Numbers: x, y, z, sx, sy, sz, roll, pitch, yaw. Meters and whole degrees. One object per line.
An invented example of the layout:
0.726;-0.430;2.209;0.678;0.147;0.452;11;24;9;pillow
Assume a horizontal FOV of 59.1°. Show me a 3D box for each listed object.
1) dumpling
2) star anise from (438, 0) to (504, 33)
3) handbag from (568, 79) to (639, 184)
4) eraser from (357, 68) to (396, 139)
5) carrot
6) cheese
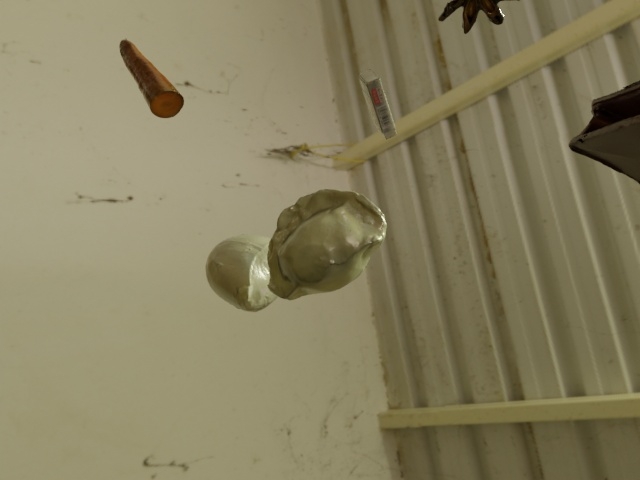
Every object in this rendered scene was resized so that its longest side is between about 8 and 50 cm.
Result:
0.000;0.000;1.062;0.258;0.147;0.193;-28;-115;16;dumpling
0.287;-0.501;1.028;0.177;0.073;0.233;10;-47;12;star anise
0.450;-0.096;0.645;0.260;0.275;0.084;30;-85;-1;handbag
0.104;-0.245;1.020;0.029;0.122;0.052;-25;-140;0;eraser
-0.309;-0.292;0.979;0.224;0.057;0.057;50;-57;32;carrot
-0.172;0.066;1.308;0.189;0.198;0.154;7;-59;34;cheese
